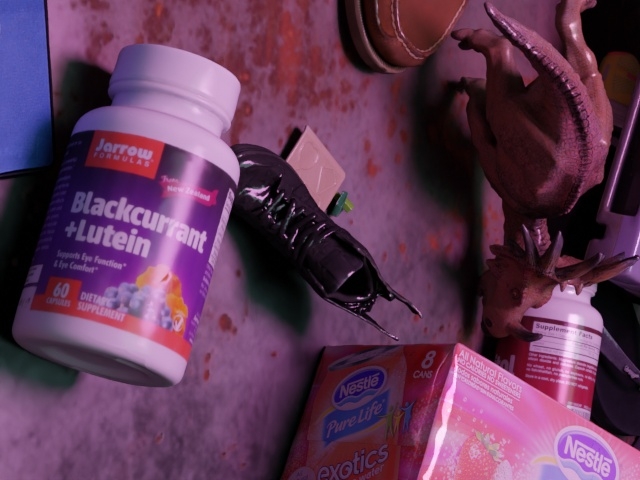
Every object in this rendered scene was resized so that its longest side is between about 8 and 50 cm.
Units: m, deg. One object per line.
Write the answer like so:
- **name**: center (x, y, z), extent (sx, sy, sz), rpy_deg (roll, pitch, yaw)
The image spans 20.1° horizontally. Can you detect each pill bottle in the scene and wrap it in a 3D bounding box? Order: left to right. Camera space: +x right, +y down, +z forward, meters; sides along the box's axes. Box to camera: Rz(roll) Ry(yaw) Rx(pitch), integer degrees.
- **pill bottle**: center (-0.111, -0.016, 1.101), extent (0.108, 0.108, 0.194), rpy_deg (31, 68, -47)
- **pill bottle**: center (0.187, 0.097, 1.490), extent (0.086, 0.086, 0.152), rpy_deg (21, 76, -49)

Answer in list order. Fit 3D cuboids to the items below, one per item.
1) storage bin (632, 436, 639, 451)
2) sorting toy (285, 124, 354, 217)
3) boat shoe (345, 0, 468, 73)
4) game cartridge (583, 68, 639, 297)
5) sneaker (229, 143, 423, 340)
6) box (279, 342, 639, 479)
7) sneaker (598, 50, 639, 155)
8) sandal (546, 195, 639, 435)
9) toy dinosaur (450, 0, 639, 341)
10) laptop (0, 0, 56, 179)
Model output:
- **storage bin**: center (0.343, 0.215, 1.683), extent (0.135, 0.091, 0.098), rpy_deg (-49, 127, -36)
- **sorting toy**: center (-0.004, -0.035, 1.307), extent (0.083, 0.012, 0.062), rpy_deg (50, 58, -40)
- **boat shoe**: center (0.108, -0.269, 1.357), extent (0.110, 0.104, 0.307), rpy_deg (35, 65, -46)
- **game cartridge**: center (0.345, -0.112, 1.550), extent (0.230, 0.068, 0.355), rpy_deg (24, 81, -47)
- **sneaker**: center (-0.002, 0.002, 1.243), extent (0.051, 0.089, 0.170), rpy_deg (-46, 132, -1)
- **box**: center (0.133, 0.197, 1.332), extent (0.300, 0.154, 0.142), rpy_deg (31, 68, -32)
- **sneaker**: center (0.312, -0.110, 1.637), extent (0.208, 0.081, 0.094), rpy_deg (26, 69, -48)
- **sandal**: center (0.264, 0.078, 1.606), extent (0.097, 0.054, 0.255), rpy_deg (-49, 128, -37)
- **toy dinosaur**: center (0.176, -0.060, 1.372), extent (0.296, 0.127, 0.200), rpy_deg (82, 0, -61)
- **laptop**: center (-0.214, -0.221, 0.876), extent (0.382, 0.408, 0.236), rpy_deg (-12, 68, -50)
